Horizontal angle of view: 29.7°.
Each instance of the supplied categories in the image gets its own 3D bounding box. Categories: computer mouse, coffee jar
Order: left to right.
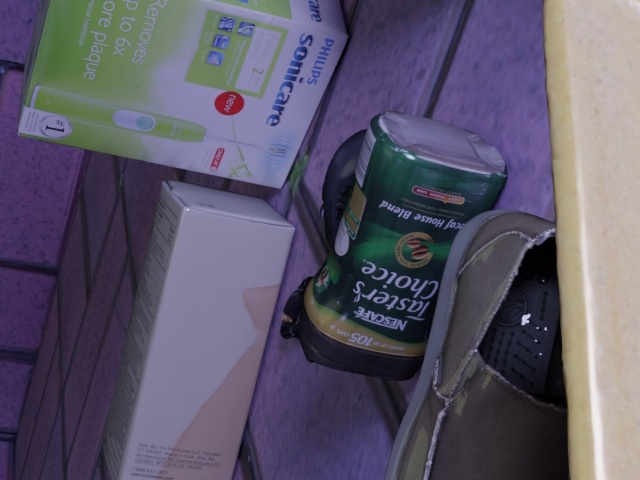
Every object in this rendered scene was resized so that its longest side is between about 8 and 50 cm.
[{"bbox_3d":[0.000,0.000,1.072,0.071,0.041,0.242,-103,30,-49],"label":"computer mouse"},{"bbox_3d":[0.052,0.010,0.831,0.079,0.096,0.184,-105,31,-58],"label":"coffee jar"}]

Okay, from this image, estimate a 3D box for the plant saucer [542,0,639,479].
[{"bbox_3d":[0.212,0.004,0.276,0.333,0.081,0.332,-23,56,43],"label":"plant saucer"}]

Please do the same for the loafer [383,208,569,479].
[{"bbox_3d":[0.096,0.099,0.653,0.087,0.094,0.251,152,127,-72],"label":"loafer"}]

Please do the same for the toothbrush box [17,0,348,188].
[{"bbox_3d":[-0.143,-0.189,1.216,0.122,0.283,0.206,-101,29,-46],"label":"toothbrush box"}]

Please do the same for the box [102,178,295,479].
[{"bbox_3d":[-0.134,0.106,1.274,0.148,0.121,0.311,-135,58,-68],"label":"box"}]
